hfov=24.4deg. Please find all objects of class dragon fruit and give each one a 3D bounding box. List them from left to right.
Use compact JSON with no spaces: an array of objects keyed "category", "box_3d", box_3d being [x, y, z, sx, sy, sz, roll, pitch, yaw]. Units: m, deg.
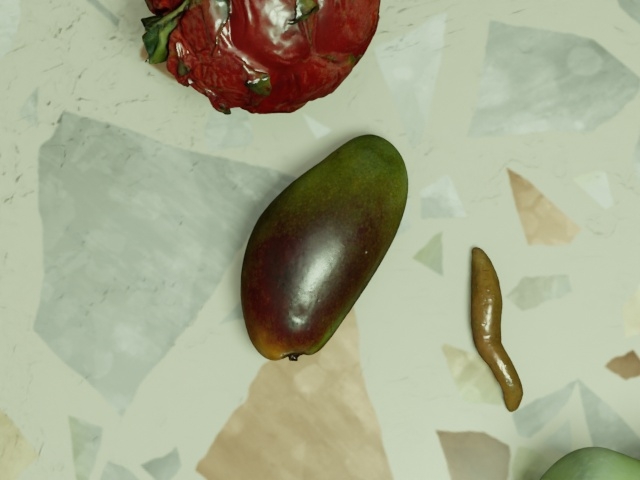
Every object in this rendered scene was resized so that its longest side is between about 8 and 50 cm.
[{"category":"dragon fruit","box_3d":[-0.048,-0.267,1.529,0.244,0.244,0.299,29,73,6]}]

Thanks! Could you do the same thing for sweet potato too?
[{"category":"sweet potato","box_3d":[0.179,0.093,1.563,0.044,0.044,0.179,-11,79,-1]}]

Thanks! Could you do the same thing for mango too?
[{"category":"mango","box_3d":[0.000,0.000,1.546,0.133,0.111,0.267,27,77,17]}]

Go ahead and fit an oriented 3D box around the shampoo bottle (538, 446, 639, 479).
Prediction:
[{"category":"shampoo bottle","box_3d":[0.330,0.356,1.372,0.317,0.322,0.322,19,81,-4]}]
